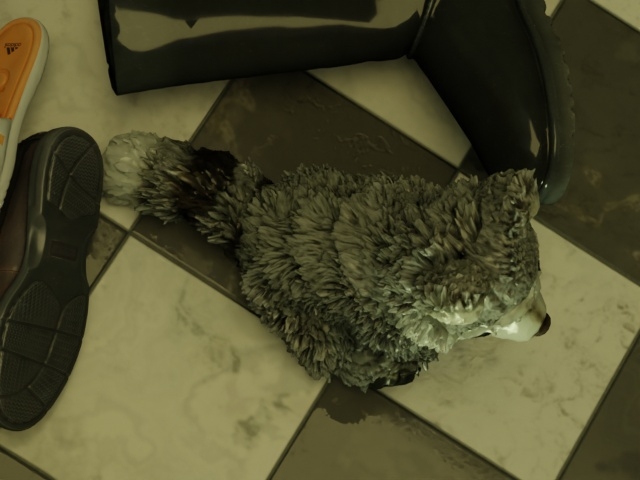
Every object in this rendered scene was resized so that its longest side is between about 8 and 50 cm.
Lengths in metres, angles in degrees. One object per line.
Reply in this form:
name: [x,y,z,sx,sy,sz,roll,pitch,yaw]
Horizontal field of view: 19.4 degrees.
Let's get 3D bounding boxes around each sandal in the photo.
sandal: [-0.347,-0.117,1.829,0.102,0.076,0.265,-1,63,32]

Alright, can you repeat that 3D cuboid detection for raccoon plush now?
raccoon plush: [0.000,0.000,1.760,0.446,0.299,0.216,13,74,-6]

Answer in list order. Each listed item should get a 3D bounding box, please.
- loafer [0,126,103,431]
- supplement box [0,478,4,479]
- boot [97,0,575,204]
loafer: [-0.287,0.037,1.820,0.109,0.095,0.302,26,69,-45]
supplement box: [-0.358,0.303,1.669,0.356,0.194,0.195,16,73,-6]
boot: [0.005,-0.190,1.875,0.445,0.146,0.367,-1,58,-15]
